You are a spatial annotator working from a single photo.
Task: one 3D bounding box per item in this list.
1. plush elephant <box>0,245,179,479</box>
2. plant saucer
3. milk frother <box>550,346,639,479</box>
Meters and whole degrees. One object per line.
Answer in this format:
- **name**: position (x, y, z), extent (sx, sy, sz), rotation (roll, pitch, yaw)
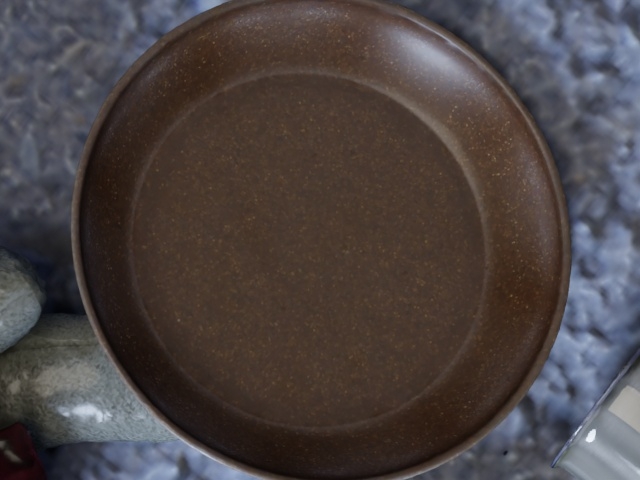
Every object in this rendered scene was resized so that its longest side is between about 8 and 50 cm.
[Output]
- **plush elephant**: position (-0.204, 0.133, 0.651), extent (0.330, 0.255, 0.271), rotation (13, 101, 10)
- **plant saucer**: position (0.000, 0.000, 0.666), extent (0.199, 0.036, 0.198), rotation (3, 76, -12)
- **milk frother**: position (0.190, 0.067, 0.651), extent (0.135, 0.143, 0.129), rotation (38, 141, 11)
